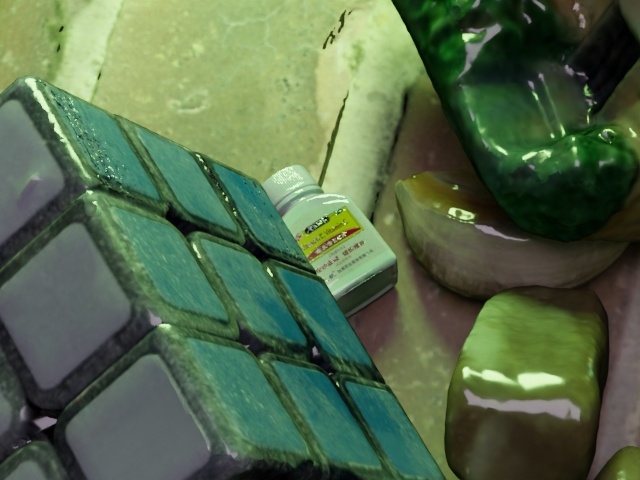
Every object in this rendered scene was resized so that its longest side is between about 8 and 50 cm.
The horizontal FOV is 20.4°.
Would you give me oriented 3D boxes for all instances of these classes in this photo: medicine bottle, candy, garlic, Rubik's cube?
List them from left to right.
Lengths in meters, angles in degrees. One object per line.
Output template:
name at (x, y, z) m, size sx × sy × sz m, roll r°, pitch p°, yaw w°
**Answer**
Rubik's cube at (-0.150, 0.122, 1.155) m, size 0.304 × 0.301 × 0.305 m, roll -41°, pitch 63°, yaw 15°
medicine bottle at (0.000, 0.000, 1.392) m, size 0.074 × 0.055 × 0.118 m, roll -32°, pitch 66°, yaw -10°
garlic at (0.152, -0.003, 1.372) m, size 0.195 × 0.087 × 0.101 m, roll 2°, pitch 50°, yaw 6°
candy at (0.147, 0.103, 1.248) m, size 0.104 × 0.234 × 0.102 m, roll 6°, pitch 109°, yaw 10°

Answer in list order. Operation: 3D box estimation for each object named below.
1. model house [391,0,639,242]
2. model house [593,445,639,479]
model house at (0.265, -0.234, 1.289) m, size 0.334 × 0.342 × 0.382 m, roll -5°, pitch 64°, yaw -29°
model house at (0.185, 0.269, 1.185) m, size 0.267 × 0.194 × 0.325 m, roll 10°, pitch 61°, yaw 10°
